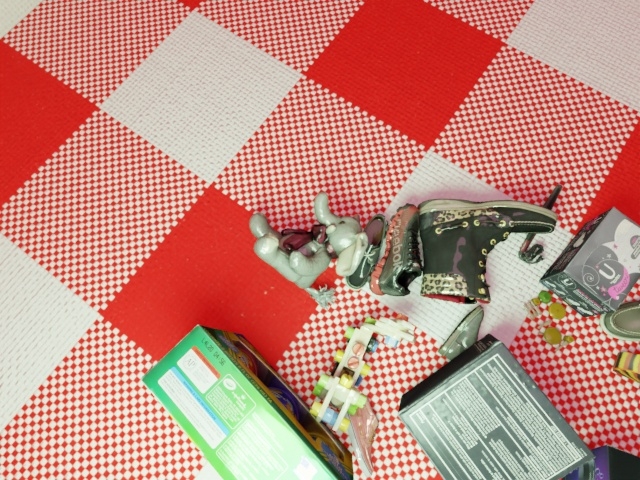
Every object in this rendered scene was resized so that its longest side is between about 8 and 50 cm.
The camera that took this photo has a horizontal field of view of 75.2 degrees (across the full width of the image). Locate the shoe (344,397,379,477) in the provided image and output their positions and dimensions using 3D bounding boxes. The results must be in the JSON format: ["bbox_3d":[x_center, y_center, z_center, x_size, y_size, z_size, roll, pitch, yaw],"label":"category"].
[{"bbox_3d":[0.119,0.500,1.065,0.081,0.063,0.178,-21,69,1],"label":"shoe"}]

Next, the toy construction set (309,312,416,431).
[{"bbox_3d":[0.094,0.306,1.046,0.151,0.215,0.328,40,78,12],"label":"toy construction set"}]

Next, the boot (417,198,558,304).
[{"bbox_3d":[0.454,0.034,1.158,0.377,0.138,0.284,6,72,7],"label":"boot"}]

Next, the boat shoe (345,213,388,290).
[{"bbox_3d":[0.131,0.031,1.201,0.084,0.079,0.233,23,78,9],"label":"boat shoe"}]

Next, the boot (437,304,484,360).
[{"bbox_3d":[0.446,0.305,1.110,0.208,0.076,0.190,38,92,19],"label":"boot"}]

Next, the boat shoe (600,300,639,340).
[{"bbox_3d":[0.921,0.209,1.116,0.304,0.091,0.109,-4,73,1],"label":"boat shoe"}]

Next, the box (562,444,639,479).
[{"bbox_3d":[0.627,0.616,0.915,0.103,0.184,0.261,19,53,10],"label":"box"}]

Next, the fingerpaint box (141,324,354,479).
[{"bbox_3d":[-0.129,0.410,0.940,0.163,0.371,0.445,-44,76,-9],"label":"fingerpaint box"}]

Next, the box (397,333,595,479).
[{"bbox_3d":[0.390,0.431,0.986,0.294,0.183,0.296,-38,77,7],"label":"box"}]

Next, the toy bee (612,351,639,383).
[{"bbox_3d":[0.924,0.359,1.036,0.298,0.162,0.195,6,72,4],"label":"toy bee"}]

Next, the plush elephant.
[{"bbox_3d":[0.000,0.000,1.124,0.255,0.272,0.330,-44,105,3],"label":"plush elephant"}]

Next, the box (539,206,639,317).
[{"bbox_3d":[0.765,0.063,1.138,0.163,0.142,0.247,42,79,13],"label":"box"}]

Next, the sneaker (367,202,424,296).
[{"bbox_3d":[0.235,0.032,1.150,0.135,0.097,0.276,15,82,46],"label":"sneaker"}]

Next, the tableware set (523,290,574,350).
[{"bbox_3d":[0.642,0.222,1.158,0.104,0.024,0.154,-28,73,-10],"label":"tableware set"}]

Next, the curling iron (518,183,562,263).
[{"bbox_3d":[0.658,-0.047,1.231,0.068,0.035,0.274,26,76,5],"label":"curling iron"}]
